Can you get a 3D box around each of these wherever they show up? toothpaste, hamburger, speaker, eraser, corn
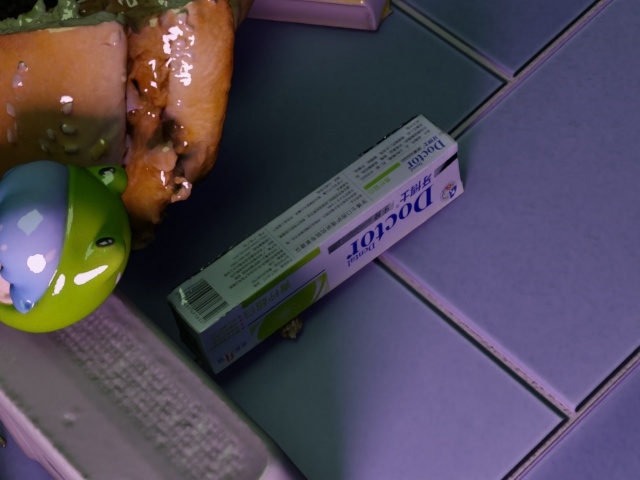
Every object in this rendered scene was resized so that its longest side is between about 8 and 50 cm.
[{"bbox_3d":[0.000,0.000,1.612,0.336,0.081,0.067,-36,55,-16],"label":"toothpaste"},{"bbox_3d":[-0.257,-0.121,1.656,0.268,0.287,0.445,-22,12,-31],"label":"hamburger"},{"bbox_3d":[-0.175,0.182,1.508,0.183,0.184,0.406,-42,55,-13],"label":"speaker"},{"bbox_3d":[-0.014,-0.334,1.868,0.226,0.069,0.158,10,63,23],"label":"eraser"},{"bbox_3d":[-0.040,0.069,1.637,0.028,0.027,0.083,-37,52,17],"label":"corn"}]

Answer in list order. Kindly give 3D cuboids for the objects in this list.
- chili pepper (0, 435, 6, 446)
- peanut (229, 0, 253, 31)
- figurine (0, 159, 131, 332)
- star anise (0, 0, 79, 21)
[{"bbox_3d":[-0.341,0.295,1.560,0.100,0.074,0.257,-23,58,-2],"label":"chili pepper"},{"bbox_3d":[-0.140,-0.352,1.808,0.147,0.147,0.305,-18,62,5],"label":"peanut"},{"bbox_3d":[-0.288,0.016,1.464,0.263,0.143,0.162,-23,43,23],"label":"figurine"},{"bbox_3d":[-0.367,-0.304,1.857,0.236,0.223,0.109,-20,77,5],"label":"star anise"}]
